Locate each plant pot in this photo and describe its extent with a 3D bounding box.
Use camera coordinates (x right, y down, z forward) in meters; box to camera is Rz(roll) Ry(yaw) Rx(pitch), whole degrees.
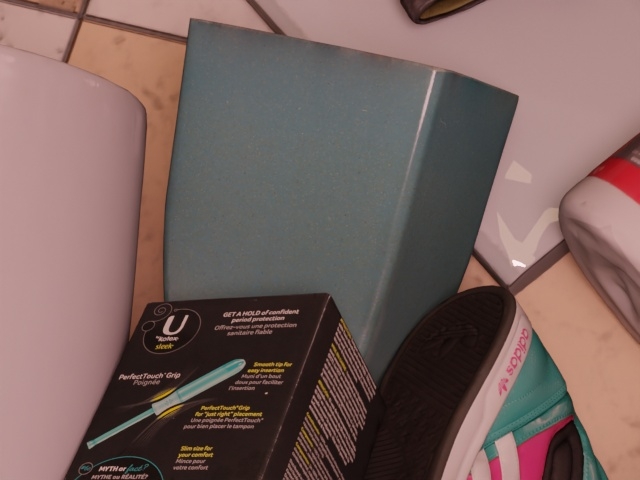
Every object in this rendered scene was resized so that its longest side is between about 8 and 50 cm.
[{"bbox_3d":[0.000,0.000,1.180,0.165,0.166,0.234,13,93,21],"label":"plant pot"}]

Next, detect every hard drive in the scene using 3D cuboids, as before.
[{"bbox_3d":[0.105,-0.140,1.288,0.203,0.040,0.307,-39,72,-5],"label":"hard drive"}]

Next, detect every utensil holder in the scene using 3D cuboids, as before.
[{"bbox_3d":[-0.270,0.091,1.087,0.328,0.327,0.385,6,83,9],"label":"utensil holder"}]

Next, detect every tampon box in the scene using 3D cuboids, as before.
[{"bbox_3d":[-0.051,0.121,1.041,0.120,0.101,0.161,-3,43,26],"label":"tampon box"}]

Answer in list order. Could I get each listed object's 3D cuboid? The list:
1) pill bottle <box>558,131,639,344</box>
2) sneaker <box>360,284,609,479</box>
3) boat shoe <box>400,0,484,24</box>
[{"bbox_3d":[0.317,-0.053,1.159,0.318,0.176,0.176,-39,72,-5],"label":"pill bottle"},{"bbox_3d":[0.077,0.191,1.112,0.124,0.178,0.295,-5,42,49],"label":"sneaker"},{"bbox_3d":[0.153,-0.197,1.240,0.224,0.080,0.073,-16,77,8],"label":"boat shoe"}]
